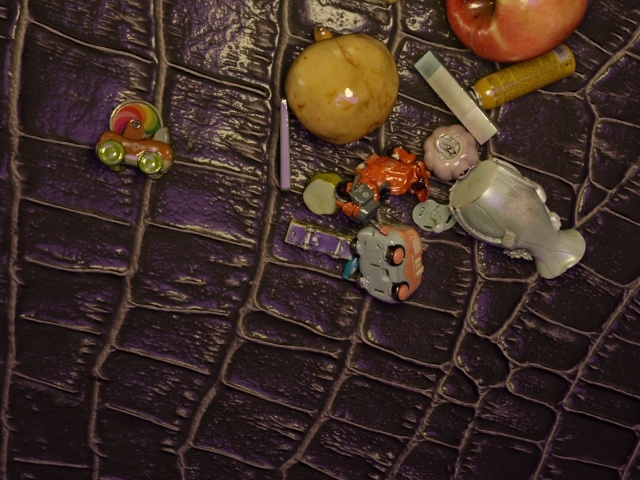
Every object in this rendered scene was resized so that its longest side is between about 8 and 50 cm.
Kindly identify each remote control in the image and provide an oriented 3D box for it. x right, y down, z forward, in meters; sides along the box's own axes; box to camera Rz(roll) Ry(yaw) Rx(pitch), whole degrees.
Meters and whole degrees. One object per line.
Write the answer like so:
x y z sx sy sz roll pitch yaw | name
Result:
-0.105 -0.298 1.747 0.038 0.123 0.285 0 104 -5 | remote control

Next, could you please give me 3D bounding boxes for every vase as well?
0.633 -0.061 1.825 0.445 0.250 0.250 34 100 -20 | vase

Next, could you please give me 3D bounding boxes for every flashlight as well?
0.112 0.070 1.912 0.051 0.051 0.129 26 108 -12 | flashlight

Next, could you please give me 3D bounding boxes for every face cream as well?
0.597 -0.489 1.770 0.349 0.105 0.104 -24 106 1 | face cream

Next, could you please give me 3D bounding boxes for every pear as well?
0.021 -0.152 1.809 0.141 0.104 0.141 8 114 18 | pear

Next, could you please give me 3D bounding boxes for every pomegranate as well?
0.059 -0.448 1.631 0.343 0.342 0.342 -1 106 -5 | pomegranate

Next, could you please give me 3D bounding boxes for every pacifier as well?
0.372 -0.062 1.865 0.151 0.116 0.126 19 128 -14 | pacifier

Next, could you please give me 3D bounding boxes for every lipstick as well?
0.411 -0.430 1.724 0.068 0.066 0.317 -42 83 28 | lipstick

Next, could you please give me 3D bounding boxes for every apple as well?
0.548 -0.677 1.589 0.364 0.364 0.363 -1 106 -5 | apple

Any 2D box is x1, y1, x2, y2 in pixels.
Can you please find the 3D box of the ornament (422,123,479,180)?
0.401 -0.272 1.770 0.178 0.177 0.177 -1 106 -5 | ornament

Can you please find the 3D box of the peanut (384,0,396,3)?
0.206 -0.803 1.641 0.197 0.110 0.232 10 105 -13 | peanut

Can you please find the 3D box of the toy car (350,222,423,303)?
0.235 0.058 1.844 0.212 0.181 0.270 -29 118 -36 | toy car

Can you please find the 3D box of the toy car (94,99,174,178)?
-0.539 -0.305 1.705 0.235 0.145 0.235 0 89 -11 | toy car

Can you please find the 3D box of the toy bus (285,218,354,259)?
0.000 0.000 1.864 0.226 0.074 0.081 14 103 -9 | toy bus

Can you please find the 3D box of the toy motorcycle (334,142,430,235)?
0.204 -0.164 1.746 0.326 0.147 0.221 -39 68 -23 | toy motorcycle
